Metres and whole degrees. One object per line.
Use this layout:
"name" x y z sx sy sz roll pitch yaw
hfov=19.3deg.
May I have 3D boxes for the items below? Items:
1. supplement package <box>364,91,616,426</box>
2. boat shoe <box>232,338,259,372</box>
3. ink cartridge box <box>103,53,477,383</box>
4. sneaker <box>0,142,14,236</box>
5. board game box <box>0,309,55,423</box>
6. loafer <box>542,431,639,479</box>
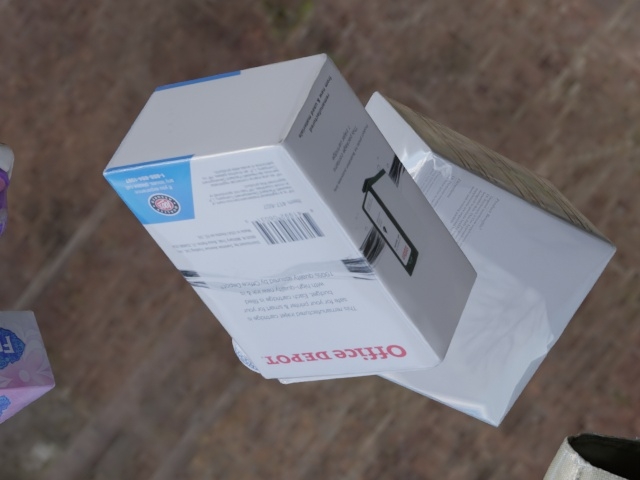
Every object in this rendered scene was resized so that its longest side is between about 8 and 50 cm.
"supplement package" 0.100 0.016 1.615 0.203 0.194 0.149 25 -165 -26
"boat shoe" 0.000 0.000 1.958 0.108 0.301 0.102 28 145 10
"ink cartridge box" -0.015 -0.008 1.199 0.148 0.086 0.203 -7 133 37
"sneaker" -0.373 -0.013 1.965 0.095 0.236 0.104 -1 -113 -18
"board game box" -0.404 0.144 1.311 0.318 0.319 0.066 1 -117 -49
"loafer" 0.271 0.170 1.241 0.268 0.092 0.102 -3 -156 -2
